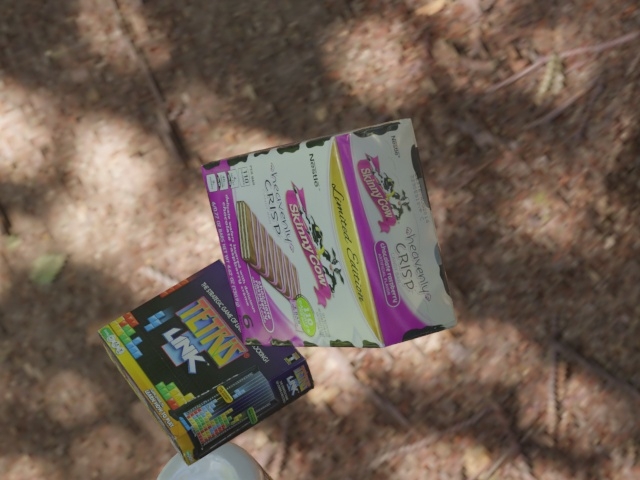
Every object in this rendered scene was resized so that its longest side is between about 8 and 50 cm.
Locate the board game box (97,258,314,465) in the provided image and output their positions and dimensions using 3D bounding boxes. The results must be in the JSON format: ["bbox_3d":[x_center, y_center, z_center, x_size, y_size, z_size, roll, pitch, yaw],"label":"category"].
[{"bbox_3d":[-0.109,0.111,1.534,0.170,0.141,0.048,46,163,42],"label":"board game box"}]

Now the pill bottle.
[{"bbox_3d":[-0.080,0.296,1.666,0.119,0.119,0.208,12,155,27],"label":"pill bottle"}]

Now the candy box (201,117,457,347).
[{"bbox_3d":[0.000,0.000,1.263,0.233,0.071,0.159,-7,97,61],"label":"candy box"}]
